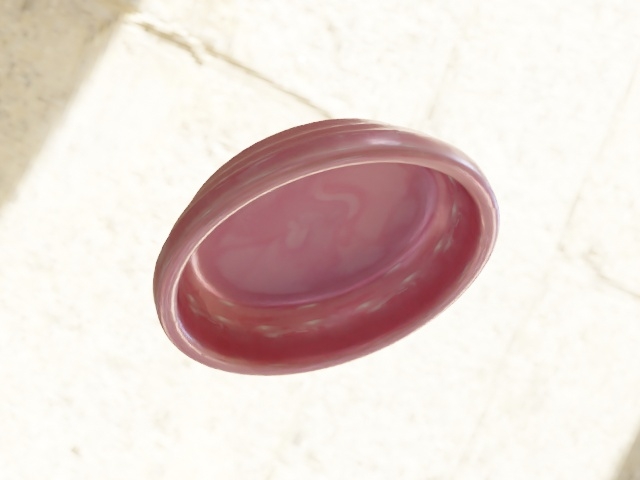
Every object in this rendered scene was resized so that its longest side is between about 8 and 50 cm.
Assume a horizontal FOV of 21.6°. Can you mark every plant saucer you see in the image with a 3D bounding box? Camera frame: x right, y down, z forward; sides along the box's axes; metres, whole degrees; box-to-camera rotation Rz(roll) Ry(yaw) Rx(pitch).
[{"bbox_3d":[0.000,0.000,1.571,0.332,0.084,0.332,-13,143,-10],"label":"plant saucer"}]
